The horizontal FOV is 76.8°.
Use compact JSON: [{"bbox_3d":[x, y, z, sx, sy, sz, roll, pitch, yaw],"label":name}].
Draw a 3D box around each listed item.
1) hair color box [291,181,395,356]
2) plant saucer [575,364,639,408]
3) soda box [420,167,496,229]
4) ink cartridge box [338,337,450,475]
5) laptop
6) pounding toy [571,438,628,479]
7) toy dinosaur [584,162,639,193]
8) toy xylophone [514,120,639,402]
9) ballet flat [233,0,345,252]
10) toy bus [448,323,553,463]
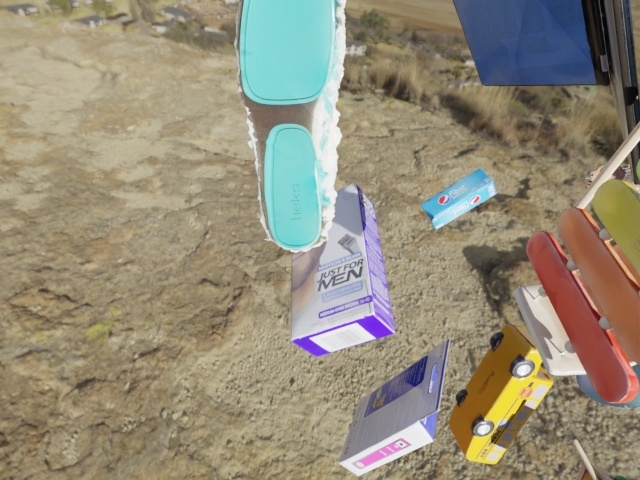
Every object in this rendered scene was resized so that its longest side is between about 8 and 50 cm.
[{"bbox_3d":[0.036,0.054,0.878,0.185,0.110,0.339,-23,46,23],"label":"hair color box"},{"bbox_3d":[0.512,0.187,0.666,0.037,0.194,0.195,51,48,-6],"label":"plant saucer"},{"bbox_3d":[0.420,-0.127,1.234,0.210,0.067,0.071,-32,48,10],"label":"soda box"},{"bbox_3d":[0.174,0.375,0.887,0.069,0.371,0.176,33,41,0],"label":"ink cartridge box"},{"bbox_3d":[0.288,-0.328,0.595,0.236,0.382,0.408,-11,43,36],"label":"laptop"},{"bbox_3d":[0.535,0.486,0.765,0.100,0.141,0.130,27,-2,-25],"label":"pounding toy"},{"bbox_3d":[1.034,-0.183,1.340,0.295,0.201,0.127,-20,20,-20],"label":"toy dinosaur"},{"bbox_3d":[0.311,-0.009,0.393,0.081,0.323,0.236,7,39,-10],"label":"toy xylophone"},{"bbox_3d":[-0.038,-0.184,0.570,0.146,0.410,0.147,3,25,-1],"label":"ballet flat"},{"bbox_3d":[0.427,0.367,0.957,0.130,0.333,0.108,17,20,-13],"label":"toy bus"}]
